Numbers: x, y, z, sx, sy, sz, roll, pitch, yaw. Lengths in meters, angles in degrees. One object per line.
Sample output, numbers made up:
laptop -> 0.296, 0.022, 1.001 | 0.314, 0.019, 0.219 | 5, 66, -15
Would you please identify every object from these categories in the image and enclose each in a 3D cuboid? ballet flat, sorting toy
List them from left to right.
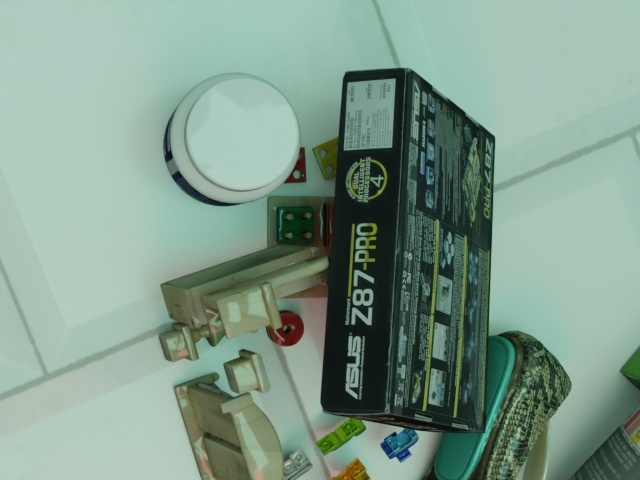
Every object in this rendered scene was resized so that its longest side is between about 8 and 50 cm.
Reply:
sorting toy -> 0.000, 0.000, 1.829 | 0.132, 0.046, 0.274 | 0, 93, -15
ballet flat -> 0.193, 0.355, 1.853 | 0.182, 0.164, 0.482 | 34, 81, -28

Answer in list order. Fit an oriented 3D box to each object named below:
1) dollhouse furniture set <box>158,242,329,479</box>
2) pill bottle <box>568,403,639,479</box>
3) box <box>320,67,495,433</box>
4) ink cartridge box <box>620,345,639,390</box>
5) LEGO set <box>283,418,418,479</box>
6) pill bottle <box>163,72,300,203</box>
dollhouse furniture set -> -0.046, 0.197, 1.702 | 0.174, 0.303, 0.355 | -19, 99, -21
pill bottle -> 0.481, 0.297, 1.840 | 0.210, 0.210, 0.363 | 37, 102, -14
box -> 0.117, 0.025, 1.697 | 0.097, 0.318, 0.394 | -2, 79, 28
ink cartridge box -> 0.528, 0.142, 1.967 | 0.109, 0.062, 0.209 | 43, 83, -15
LEGO set -> 0.050, 0.278, 1.845 | 0.227, 0.093, 0.087 | -35, 70, -6
pill bottle -> -0.105, -0.117, 1.675 | 0.153, 0.265, 0.153 | 0, 91, -9
